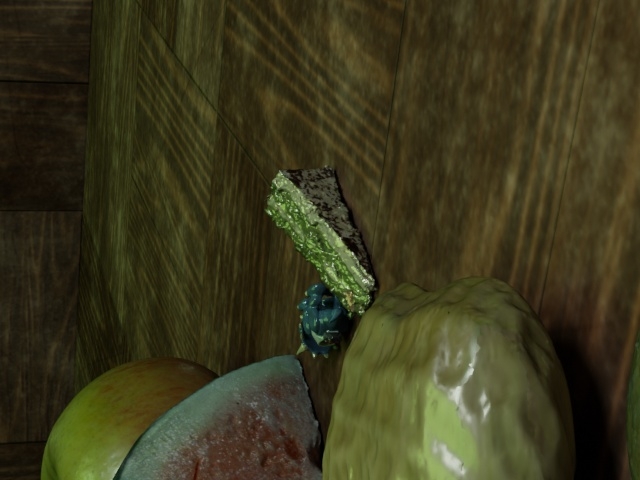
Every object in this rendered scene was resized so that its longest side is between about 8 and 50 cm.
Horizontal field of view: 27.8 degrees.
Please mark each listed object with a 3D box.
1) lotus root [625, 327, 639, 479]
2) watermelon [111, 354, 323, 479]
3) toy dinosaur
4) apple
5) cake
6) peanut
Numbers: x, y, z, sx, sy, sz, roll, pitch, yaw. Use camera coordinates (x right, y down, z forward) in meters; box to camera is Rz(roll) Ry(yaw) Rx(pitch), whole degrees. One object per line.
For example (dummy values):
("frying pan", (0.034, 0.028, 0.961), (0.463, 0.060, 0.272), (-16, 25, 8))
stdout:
("lotus root", (0.149, 0.054, 0.450), (0.090, 0.077, 0.183), (-127, 41, -62))
("watermelon", (-0.049, 0.231, 1.027), (0.262, 0.201, 0.212), (-42, -32, -52))
("toy dinosaur", (0.003, 0.063, 0.986), (0.083, 0.031, 0.047), (121, 144, -60))
("apple", (-0.165, 0.236, 1.251), (0.261, 0.194, 0.260), (179, 90, -70))
("cake", (0.000, 0.000, 0.963), (0.140, 0.055, 0.051), (-112, 34, -46))
("peanut", (0.062, 0.114, 0.677), (0.233, 0.110, 0.196), (-175, 85, -70))
